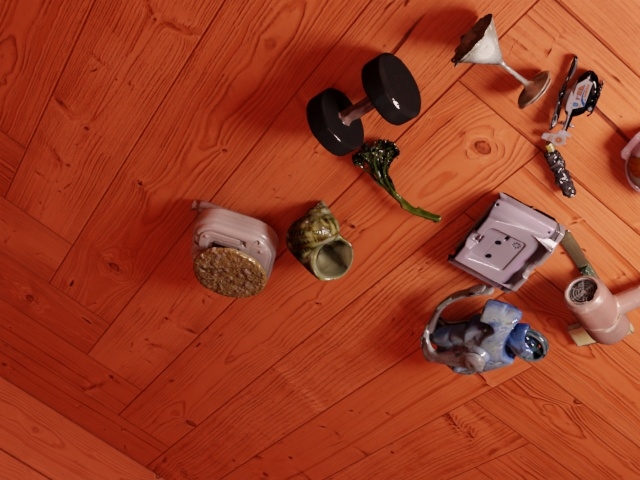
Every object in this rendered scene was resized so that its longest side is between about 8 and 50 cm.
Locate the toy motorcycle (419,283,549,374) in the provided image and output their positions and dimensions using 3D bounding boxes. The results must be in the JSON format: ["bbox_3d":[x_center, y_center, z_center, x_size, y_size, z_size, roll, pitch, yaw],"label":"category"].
[{"bbox_3d":[0.408,0.250,1.792,0.241,0.182,0.319,35,140,-29],"label":"toy motorcycle"}]

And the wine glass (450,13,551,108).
[{"bbox_3d":[0.369,-0.356,1.380,0.183,0.122,0.122,32,132,-16],"label":"wine glass"}]

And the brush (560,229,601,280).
[{"bbox_3d":[0.632,0.053,1.668,0.034,0.027,0.190,-24,115,32],"label":"brush"}]

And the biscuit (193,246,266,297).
[{"bbox_3d":[-0.251,0.091,1.894,0.219,0.033,0.220,7,140,6],"label":"biscuit"}]

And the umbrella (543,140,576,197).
[{"bbox_3d":[0.531,-0.157,1.525,0.037,0.040,0.144,-13,122,39],"label":"umbrella"}]

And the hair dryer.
[{"bbox_3d":[0.765,0.112,1.621,0.344,0.107,0.189,-30,130,22],"label":"hair dryer"}]

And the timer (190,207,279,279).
[{"bbox_3d":[-0.243,0.029,1.911,0.237,0.087,0.262,16,142,-3],"label":"timer"}]

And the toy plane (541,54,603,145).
[{"bbox_3d":[0.526,-0.280,1.420,0.078,0.053,0.197,22,132,13],"label":"toy plane"}]

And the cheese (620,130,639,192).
[{"bbox_3d":[0.765,-0.142,1.426,0.286,0.074,0.189,27,134,-4],"label":"cheese"}]

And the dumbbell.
[{"bbox_3d":[0.094,-0.293,1.499,0.218,0.152,0.152,-25,116,35],"label":"dumbbell"}]

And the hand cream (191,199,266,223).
[{"bbox_3d":[-0.254,-0.065,1.897,0.209,0.043,0.067,19,139,-2],"label":"hand cream"}]

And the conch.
[{"bbox_3d":[0.000,-0.002,1.802,0.187,0.124,0.181,9,125,-20],"label":"conch"}]

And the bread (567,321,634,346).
[{"bbox_3d":[0.724,0.231,1.781,0.153,0.028,0.068,-25,116,36],"label":"bread"}]

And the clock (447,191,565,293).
[{"bbox_3d":[0.445,0.016,1.670,0.186,0.083,0.253,28,132,-2],"label":"clock"}]

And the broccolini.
[{"bbox_3d":[0.202,-0.145,1.642,0.271,0.062,0.123,40,146,-7],"label":"broccolini"}]
